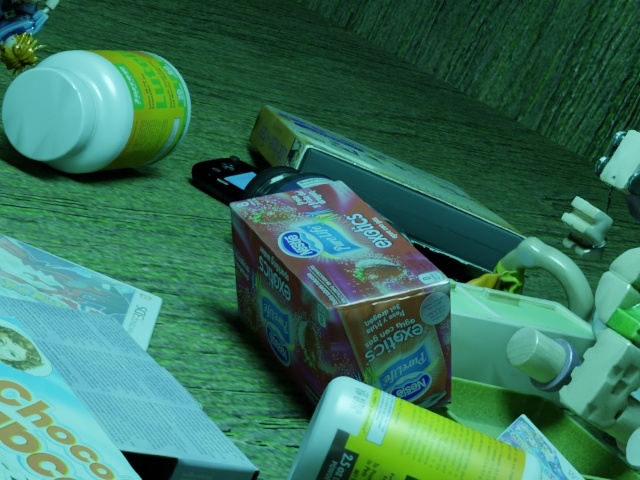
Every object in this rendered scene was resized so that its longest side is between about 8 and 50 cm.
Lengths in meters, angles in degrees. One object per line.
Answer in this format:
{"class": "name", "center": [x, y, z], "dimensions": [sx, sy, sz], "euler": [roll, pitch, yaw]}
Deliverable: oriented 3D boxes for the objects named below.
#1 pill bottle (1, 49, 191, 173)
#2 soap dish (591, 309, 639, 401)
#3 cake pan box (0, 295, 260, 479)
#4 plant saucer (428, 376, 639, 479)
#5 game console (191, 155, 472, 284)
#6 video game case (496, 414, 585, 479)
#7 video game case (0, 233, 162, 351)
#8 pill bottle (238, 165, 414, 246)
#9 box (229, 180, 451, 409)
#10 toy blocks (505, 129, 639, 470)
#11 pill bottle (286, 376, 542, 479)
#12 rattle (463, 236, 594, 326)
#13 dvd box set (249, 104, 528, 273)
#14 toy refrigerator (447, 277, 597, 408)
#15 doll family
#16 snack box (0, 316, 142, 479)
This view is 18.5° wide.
{"class": "pill bottle", "center": [-0.254, -0.145, 2.206], "dimensions": [0.136, 0.136, 0.246], "euler": [27, 14, 16]}
{"class": "soap dish", "center": [0.392, 0.127, 2.072], "dimensions": [0.229, 0.118, 0.291], "euler": [57, 13, -1]}
{"class": "cake pan box", "center": [-0.205, 0.117, 1.409], "dimensions": [0.246, 0.070, 0.267], "euler": [10, 18, -37]}
{"class": "plant saucer", "center": [0.181, 0.191, 1.812], "dimensions": [0.188, 0.045, 0.188], "euler": [14, 16, -33]}
{"class": "game console", "center": [-0.004, -0.013, 2.312], "dimensions": [0.361, 0.044, 0.213], "euler": [29, 14, 26]}
{"class": "video game case", "center": [0.174, 0.206, 1.668], "dimensions": [0.087, 0.011, 0.122], "euler": [47, 36, 7]}
{"class": "video game case", "center": [-0.241, 0.046, 1.723], "dimensions": [0.201, 0.023, 0.183], "euler": [22, 13, -5]}
{"class": "pill bottle", "center": [0.000, 0.000, 2.088], "dimensions": [0.123, 0.122, 0.219], "euler": [14, 13, -34]}
{"class": "box", "center": [0.016, 0.055, 1.816], "dimensions": [0.123, 0.128, 0.257], "euler": [-13, 27, -19]}
{"class": "toy blocks", "center": [0.379, 0.102, 1.850], "dimensions": [0.260, 0.288, 0.309], "euler": [32, 2, -32]}
{"class": "pill bottle", "center": [0.086, 0.193, 1.482], "dimensions": [0.215, 0.117, 0.117], "euler": [23, 13, -1]}
{"class": "rattle", "center": [0.261, 0.103, 2.256], "dimensions": [0.199, 0.130, 0.143], "euler": [52, 30, 7]}
{"class": "dvd box set", "center": [0.078, -0.068, 2.517], "dimensions": [0.308, 0.062, 0.420], "euler": [22, 7, -13]}
{"class": "toy refrigerator", "center": [0.174, 0.101, 2.048], "dimensions": [0.270, 0.094, 0.102], "euler": [11, 18, -39]}
{"class": "doll family", "center": [-0.388, -0.254, 2.321], "dimensions": [0.118, 0.263, 0.163], "euler": [53, 19, -40]}
{"class": "snack box", "center": [-0.179, 0.163, 1.132], "dimensions": [0.187, 0.060, 0.322], "euler": [3, 35, -49]}
